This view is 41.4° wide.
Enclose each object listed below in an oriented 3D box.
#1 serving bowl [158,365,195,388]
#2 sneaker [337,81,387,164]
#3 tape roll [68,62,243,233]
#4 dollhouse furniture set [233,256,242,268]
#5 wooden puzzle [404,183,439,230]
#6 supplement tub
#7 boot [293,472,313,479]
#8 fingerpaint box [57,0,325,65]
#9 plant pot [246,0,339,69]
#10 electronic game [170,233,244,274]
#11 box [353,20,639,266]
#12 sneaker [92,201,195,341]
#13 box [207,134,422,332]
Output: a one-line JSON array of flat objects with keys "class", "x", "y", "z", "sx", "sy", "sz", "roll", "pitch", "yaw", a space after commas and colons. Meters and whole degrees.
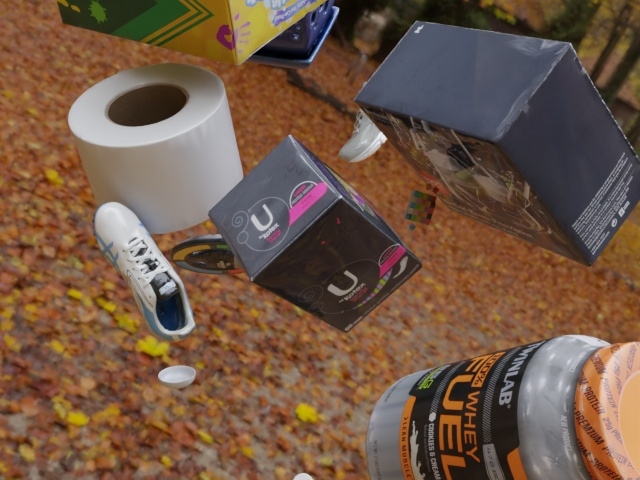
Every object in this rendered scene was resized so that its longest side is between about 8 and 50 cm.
[{"class": "serving bowl", "x": -0.321, "y": 0.311, "z": 1.898, "sx": 0.083, "sy": 0.027, "sz": 0.083, "roll": -2, "pitch": 17, "yaw": 1}, {"class": "sneaker", "x": 0.113, "y": -0.288, "z": 1.919, "sx": 0.121, "sy": 0.262, "sz": 0.099, "roll": 46, "pitch": -14, "yaw": -20}, {"class": "tape roll", "x": -0.256, "y": -0.149, "z": 1.343, "sx": 0.246, "sy": 0.169, "sz": 0.246, "roll": -5, "pitch": 39, "yaw": 4}, {"class": "dollhouse furniture set", "x": -0.088, "y": -0.025, "z": 1.767, "sx": 0.129, "sy": 0.184, "sz": 0.129, "roll": -6, "pitch": -14, "yaw": 36}, {"class": "wooden puzzle", "x": 0.165, "y": -0.054, "z": 1.385, "sx": 0.049, "sy": 0.083, "sz": 0.006, "roll": 13, "pitch": 7, "yaw": -31}, {"class": "supplement tub", "x": 0.208, "y": 0.207, "z": 0.867, "sx": 0.193, "sy": 0.316, "sz": 0.194, "roll": 14, "pitch": 65, "yaw": -32}, {"class": "boot", "x": -0.017, "y": 0.629, "z": 1.917, "sx": 0.069, "sy": 0.086, "sz": 0.190, "roll": -13, "pitch": 47, "yaw": -2}, {"class": "fingerpaint box", "x": -0.155, "y": -0.483, "z": 1.375, "sx": 0.371, "sy": 0.163, "sz": 0.445, "roll": 20, "pitch": 46, "yaw": 28}, {"class": "plant pot", "x": -0.089, "y": -0.499, "z": 1.779, "sx": 0.235, "sy": 0.212, "sz": 0.236, "roll": 12, "pitch": 52, "yaw": 16}, {"class": "electronic game", "x": -0.237, "y": 0.038, "z": 1.981, "sx": 0.229, "sy": 0.229, "sz": 0.048, "roll": 17, "pitch": 63, "yaw": -40}, {"class": "box", "x": 0.279, "y": -0.158, "z": 1.323, "sx": 0.312, "sy": 0.179, "sz": 0.343, "roll": 44, "pitch": -9, "yaw": -35}, {"class": "sneaker", "x": -0.256, "y": 0.045, "z": 1.262, "sx": 0.085, "sy": 0.086, "sz": 0.237, "roll": -40, "pitch": 111, "yaw": -38}, {"class": "box", "x": 0.000, "y": 0.000, "z": 1.202, "sx": 0.270, "sy": 0.165, "sz": 0.143, "roll": 34, "pitch": 15, "yaw": -53}]
